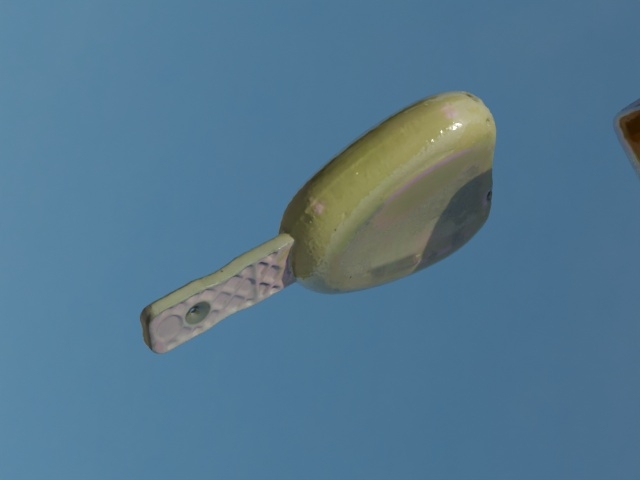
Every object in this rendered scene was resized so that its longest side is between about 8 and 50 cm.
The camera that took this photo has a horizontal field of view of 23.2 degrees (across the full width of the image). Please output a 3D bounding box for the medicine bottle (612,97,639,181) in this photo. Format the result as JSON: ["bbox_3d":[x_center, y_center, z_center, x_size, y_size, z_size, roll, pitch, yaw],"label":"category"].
[{"bbox_3d":[0.220,0.005,0.727,0.096,0.096,0.192,-25,-85,50],"label":"medicine bottle"}]

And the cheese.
[{"bbox_3d":[0.000,0.000,0.726,0.037,0.192,0.097,45,-28,35],"label":"cheese"}]
